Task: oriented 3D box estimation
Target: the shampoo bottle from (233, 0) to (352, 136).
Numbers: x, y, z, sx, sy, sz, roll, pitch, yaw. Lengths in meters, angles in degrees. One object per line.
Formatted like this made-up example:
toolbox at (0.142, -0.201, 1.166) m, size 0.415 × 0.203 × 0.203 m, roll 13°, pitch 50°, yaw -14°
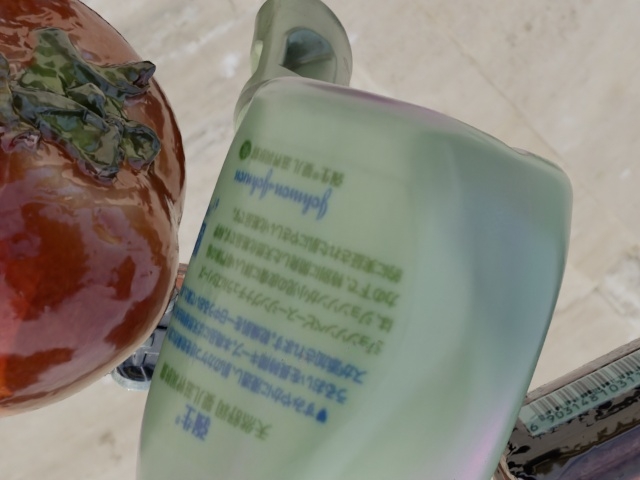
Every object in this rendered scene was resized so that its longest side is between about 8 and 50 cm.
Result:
shampoo bottle at (-0.024, -0.118, 1.188) m, size 0.087 × 0.234 × 0.118 m, roll -16°, pitch 124°, yaw 16°

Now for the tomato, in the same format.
tomato at (-0.254, -0.022, 0.944) m, size 0.321 × 0.321 × 0.321 m, roll -25°, pitch 145°, yaw -19°

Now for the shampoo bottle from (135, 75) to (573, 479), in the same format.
shampoo bottle at (-0.007, 0.102, 0.688) m, size 0.151 × 0.222 × 0.349 m, roll 19°, pitch 90°, yaw -42°

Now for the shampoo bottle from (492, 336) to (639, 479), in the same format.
shampoo bottle at (0.262, 0.087, 0.894) m, size 0.323 × 0.084 × 0.129 m, roll -26°, pitch -173°, yaw -5°

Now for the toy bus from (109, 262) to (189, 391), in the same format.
toy bus at (-0.122, 0.113, 1.727) m, size 0.329 × 0.153 × 0.143 m, roll 9°, pitch 116°, yaw -13°
